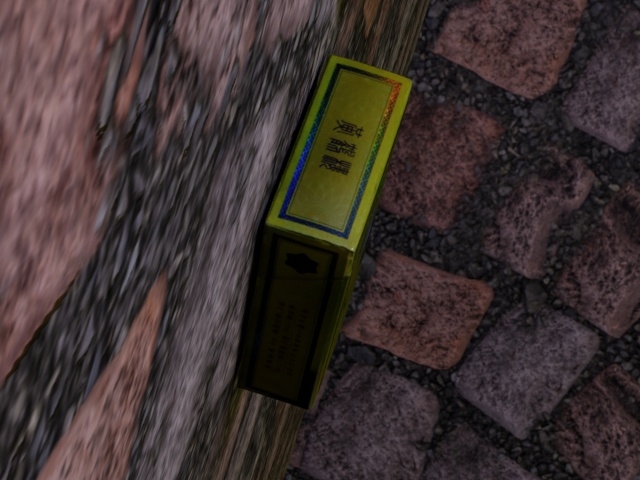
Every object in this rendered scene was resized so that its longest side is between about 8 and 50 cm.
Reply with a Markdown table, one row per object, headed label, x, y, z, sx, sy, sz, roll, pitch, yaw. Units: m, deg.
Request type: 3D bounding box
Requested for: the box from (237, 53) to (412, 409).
| label | x | y | z | sx | sy | sz | roll | pitch | yaw |
| --- | --- | --- | --- | --- | --- | --- | --- | --- | --- |
| box | -0.001 | 0.000 | 1.014 | 0.220 | 0.064 | 0.141 | 100 | 8 | -56 |
